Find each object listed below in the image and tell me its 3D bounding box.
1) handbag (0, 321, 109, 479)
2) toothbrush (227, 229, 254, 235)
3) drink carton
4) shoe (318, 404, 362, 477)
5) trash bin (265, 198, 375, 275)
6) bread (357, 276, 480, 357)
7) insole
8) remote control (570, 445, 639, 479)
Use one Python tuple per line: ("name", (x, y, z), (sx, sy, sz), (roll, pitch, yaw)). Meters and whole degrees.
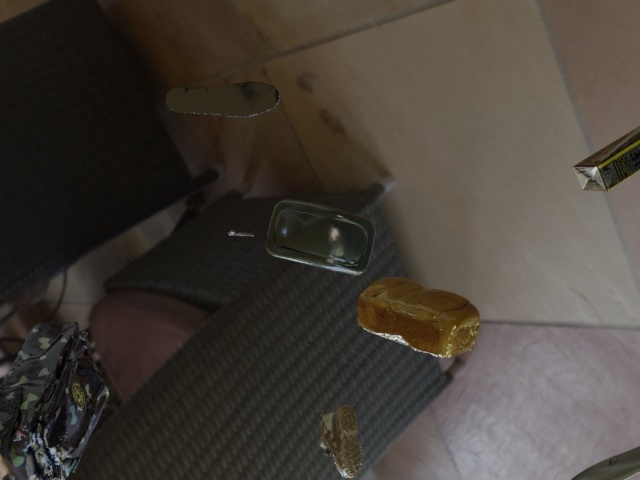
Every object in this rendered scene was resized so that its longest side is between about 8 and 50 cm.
("handbag", (-0.393, 0.244, 1.177), (0.113, 0.260, 0.162), (-3, 123, 6))
("toothbrush", (-0.133, -0.012, 1.351), (0.008, 0.097, 0.006), (-46, 76, 12))
("drink carton", (0.520, -0.145, 1.364), (0.056, 0.165, 0.071), (63, 165, -16))
("shoe", (0.041, 0.505, 2.005), (0.092, 0.089, 0.180), (-11, 86, 36))
("trash bin", (0.000, 0.000, 1.392), (0.176, 0.101, 0.236), (12, 176, 1))
("bread", (0.239, 0.183, 1.963), (0.294, 0.167, 0.132), (21, 118, 38))
("insole", (-0.199, -0.285, 1.626), (0.232, 0.003, 0.080), (-2, 127, -1))
("remote control", (0.399, 0.298, 1.063), (0.027, 0.050, 0.184), (47, 121, -1))
